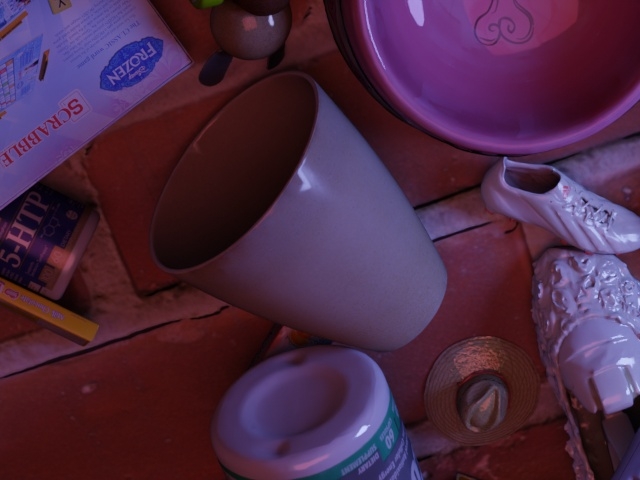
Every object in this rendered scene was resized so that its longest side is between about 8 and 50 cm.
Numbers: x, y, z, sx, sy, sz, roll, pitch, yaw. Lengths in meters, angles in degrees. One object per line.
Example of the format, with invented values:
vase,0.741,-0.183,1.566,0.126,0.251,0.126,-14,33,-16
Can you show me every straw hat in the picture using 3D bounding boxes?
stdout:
straw hat,0.189,0.188,2.031,0.144,0.061,0.144,1,109,2

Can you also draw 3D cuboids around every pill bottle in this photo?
pill bottle,-0.350,-0.021,1.941,0.187,0.112,0.112,26,108,-8
pill bottle,0.025,0.311,1.974,0.204,0.204,0.361,-17,124,7

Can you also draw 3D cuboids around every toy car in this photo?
toy car,-0.080,-0.250,1.845,0.155,0.149,0.188,-16,137,-20

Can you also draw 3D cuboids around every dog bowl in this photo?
dog bowl,0.201,-0.270,1.823,0.408,0.150,0.408,1,109,2

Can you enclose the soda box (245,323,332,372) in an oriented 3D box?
soda box,-0.047,0.151,2.024,0.063,0.058,0.183,29,108,-9

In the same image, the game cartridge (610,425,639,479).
game cartridge,0.449,0.282,1.984,0.297,0.062,0.198,46,64,-33

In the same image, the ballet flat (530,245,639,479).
ballet flat,0.344,0.200,1.996,0.147,0.147,0.409,-16,108,6

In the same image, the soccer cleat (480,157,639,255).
soccer cleat,0.274,-0.038,1.938,0.196,0.068,0.076,18,142,-3

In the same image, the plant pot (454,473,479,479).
plant pot,0.182,0.343,2.079,0.081,0.081,0.083,20,121,-6

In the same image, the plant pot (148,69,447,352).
plant pot,0.000,0.000,1.890,0.256,0.256,0.274,-44,119,14

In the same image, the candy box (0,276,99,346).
candy box,-0.350,0.064,1.976,0.206,0.105,0.027,27,81,-8

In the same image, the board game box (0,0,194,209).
board game box,-0.352,-0.220,1.834,0.319,0.066,0.318,-38,105,-11
